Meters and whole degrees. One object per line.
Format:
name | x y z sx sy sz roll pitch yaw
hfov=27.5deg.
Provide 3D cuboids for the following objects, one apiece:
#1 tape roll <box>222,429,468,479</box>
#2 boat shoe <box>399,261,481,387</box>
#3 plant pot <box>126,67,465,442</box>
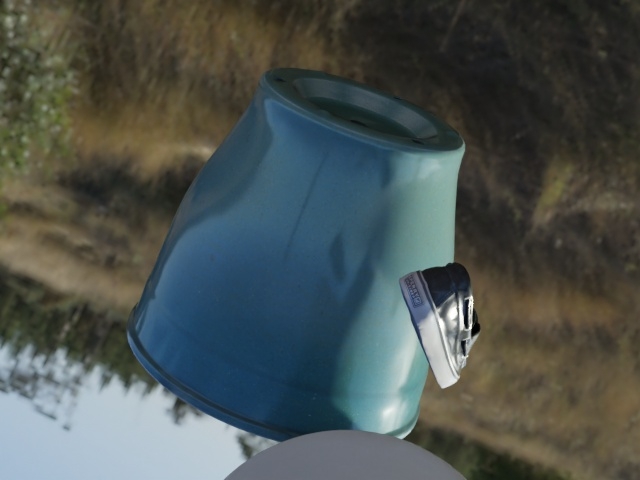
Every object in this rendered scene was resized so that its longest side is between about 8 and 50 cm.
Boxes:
tape roll | 0.021 0.289 0.990 0.246 0.246 0.169 22 149 18
boat shoe | 0.079 0.054 0.808 0.142 0.040 0.049 65 -176 -65
plant pot | 0.000 0.000 1.125 0.271 0.255 0.272 18 -161 -7
